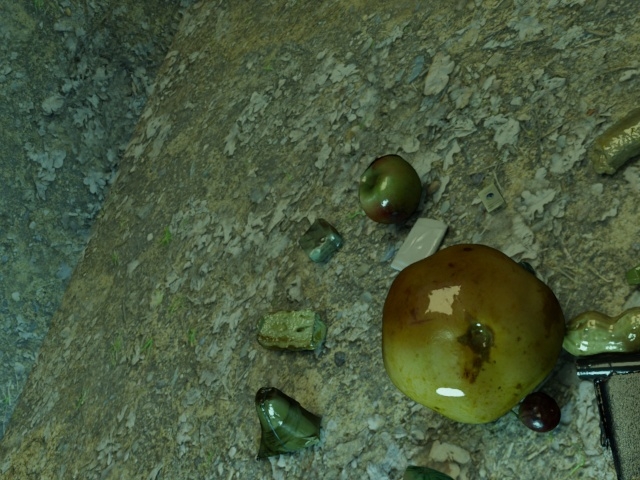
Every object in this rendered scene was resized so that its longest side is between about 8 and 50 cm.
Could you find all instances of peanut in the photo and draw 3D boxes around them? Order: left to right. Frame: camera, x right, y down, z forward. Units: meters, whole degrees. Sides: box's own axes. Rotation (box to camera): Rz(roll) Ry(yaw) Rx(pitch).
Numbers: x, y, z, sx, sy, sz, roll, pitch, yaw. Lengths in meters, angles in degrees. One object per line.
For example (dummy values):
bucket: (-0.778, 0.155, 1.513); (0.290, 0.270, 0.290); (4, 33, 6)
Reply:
peanut: (0.634, 0.201, 1.596); (0.229, 0.103, 0.098); (-14, 63, 38)

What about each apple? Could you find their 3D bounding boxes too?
apple: (0.214, -0.147, 2.180); (0.174, 0.188, 0.207); (13, 77, 51)

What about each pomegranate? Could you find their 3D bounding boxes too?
pomegranate: (0.340, 0.209, 1.660); (0.417, 0.416, 0.416); (-24, 47, 28)

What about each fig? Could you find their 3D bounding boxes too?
fig: (0.473, 0.390, 1.632); (0.125, 0.089, 0.089); (-38, 34, 55)

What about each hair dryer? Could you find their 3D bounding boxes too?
hair dryer: (0.635, 0.338, 1.542); (0.173, 0.050, 0.195); (-14, 56, 36)

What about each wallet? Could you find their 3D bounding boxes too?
wallet: (0.286, 0.016, 2.109); (0.124, 0.032, 0.183); (20, 76, 51)
wallet: (0.688, 0.359, 1.428); (0.262, 0.071, 0.221); (-15, 62, 26)

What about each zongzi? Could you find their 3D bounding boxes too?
zongzi: (-0.147, 0.504, 1.993); (0.242, 0.221, 0.112); (-28, 30, 27)

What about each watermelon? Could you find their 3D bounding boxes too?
watermelon: (0.266, 0.598, 1.645); (0.146, 0.128, 0.231); (-10, 50, 15)

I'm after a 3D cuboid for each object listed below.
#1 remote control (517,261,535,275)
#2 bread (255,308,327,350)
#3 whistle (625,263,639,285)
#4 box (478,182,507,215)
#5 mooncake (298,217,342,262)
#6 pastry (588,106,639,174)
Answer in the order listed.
remote control: (0.447, 0.129, 1.867); (0.222, 0.042, 0.072); (-36, 40, 15)
bread: (-0.090, 0.276, 2.219); (0.232, 0.088, 0.128); (-4, 67, 33)
whistle: (0.782, 0.040, 1.597); (0.227, 0.085, 0.105); (-26, 42, 26)
box: (0.480, -0.114, 2.036); (0.054, 0.024, 0.083); (-37, 43, 19)
mooncake: (0.000, 0.000, 2.348); (0.125, 0.073, 0.130); (-43, 42, 4)
pastry: (0.789, -0.269, 1.828); (0.258, 0.089, 0.121); (-32, 31, 16)
